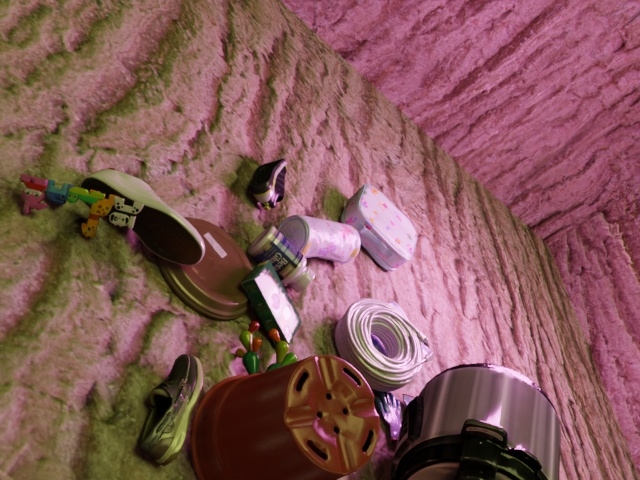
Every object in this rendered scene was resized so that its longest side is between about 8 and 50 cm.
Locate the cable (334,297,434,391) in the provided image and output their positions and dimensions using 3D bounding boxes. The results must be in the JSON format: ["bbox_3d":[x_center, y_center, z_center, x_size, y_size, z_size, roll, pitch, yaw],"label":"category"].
[{"bbox_3d":[0.158,0.276,1.833,0.257,0.089,0.257,50,40,7],"label":"cable"}]

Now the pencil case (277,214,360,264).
[{"bbox_3d":[0.000,0.000,1.935,0.273,0.113,0.124,6,62,-53],"label":"pencil case"}]

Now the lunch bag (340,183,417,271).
[{"bbox_3d":[0.190,-0.043,2.274,0.279,0.108,0.224,43,34,-12],"label":"lunch bag"}]

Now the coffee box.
[{"bbox_3d":[-0.113,0.149,1.618,0.184,0.040,0.113,63,24,-15],"label":"coffee box"}]

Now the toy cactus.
[{"bbox_3d":[-0.119,0.292,1.457,0.219,0.112,0.180,54,47,-1],"label":"toy cactus"}]

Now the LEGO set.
[{"bbox_3d":[-0.466,-0.055,1.332,0.227,0.093,0.087,14,2,-12],"label":"LEGO set"}]

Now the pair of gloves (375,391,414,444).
[{"bbox_3d":[0.219,0.471,1.808,0.198,0.023,0.159,25,40,-39],"label":"pair of gloves"}]

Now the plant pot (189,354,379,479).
[{"bbox_3d":[-0.052,0.339,1.229,0.272,0.265,0.273,20,54,-31],"label":"plant pot"}]

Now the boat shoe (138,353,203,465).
[{"bbox_3d":[-0.270,0.288,1.230,0.073,0.080,0.224,42,34,-29],"label":"boat shoe"}]

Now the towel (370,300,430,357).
[{"bbox_3d":[0.215,0.292,2.000,0.209,0.034,0.285,56,28,9],"label":"towel"}]

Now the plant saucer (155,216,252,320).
[{"bbox_3d":[-0.254,0.055,1.571,0.278,0.041,0.278,36,31,-26],"label":"plant saucer"}]

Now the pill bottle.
[{"bbox_3d":[-0.096,0.052,1.750,0.169,0.094,0.094,44,29,-13],"label":"pill bottle"}]

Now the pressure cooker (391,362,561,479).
[{"bbox_3d":[0.359,0.529,1.564,0.370,0.375,0.420,49,33,-11],"label":"pressure cooker"}]

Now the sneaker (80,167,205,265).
[{"bbox_3d":[-0.356,-0.065,1.461,0.290,0.106,0.123,37,25,-6],"label":"sneaker"}]

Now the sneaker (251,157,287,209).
[{"bbox_3d":[-0.143,-0.156,1.971,0.235,0.084,0.097,-66,139,-58],"label":"sneaker"}]
